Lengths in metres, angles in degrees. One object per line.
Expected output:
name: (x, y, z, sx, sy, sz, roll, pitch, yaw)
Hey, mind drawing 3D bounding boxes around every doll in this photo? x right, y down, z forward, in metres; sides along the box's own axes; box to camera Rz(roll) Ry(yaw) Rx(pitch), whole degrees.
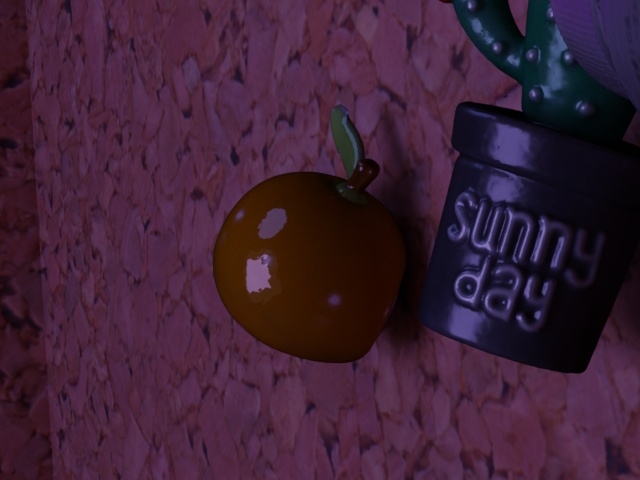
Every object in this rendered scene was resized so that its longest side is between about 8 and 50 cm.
doll: (0.000, 0.000, 1.971, 0.236, 0.213, 0.213, -65, 34, 22)

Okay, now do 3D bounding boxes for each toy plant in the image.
toy plant: (0.209, -0.099, 1.533, 0.279, 0.185, 0.400, 25, 101, 55)

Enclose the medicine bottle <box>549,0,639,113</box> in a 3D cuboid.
medicine bottle: (0.303, -0.162, 1.232, 0.325, 0.256, 0.256, -144, 55, -69)
